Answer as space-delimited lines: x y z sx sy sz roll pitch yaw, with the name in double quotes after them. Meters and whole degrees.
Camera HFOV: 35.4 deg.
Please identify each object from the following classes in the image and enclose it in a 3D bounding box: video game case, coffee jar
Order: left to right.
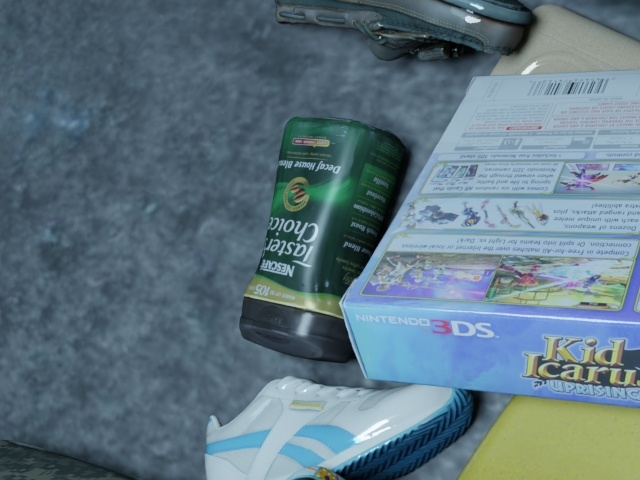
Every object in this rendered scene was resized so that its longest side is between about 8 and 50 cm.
0.000 0.000 0.782 0.096 0.079 0.184 8 82 36 "coffee jar"
0.181 -0.013 0.546 0.269 0.061 0.244 2 37 28 "video game case"

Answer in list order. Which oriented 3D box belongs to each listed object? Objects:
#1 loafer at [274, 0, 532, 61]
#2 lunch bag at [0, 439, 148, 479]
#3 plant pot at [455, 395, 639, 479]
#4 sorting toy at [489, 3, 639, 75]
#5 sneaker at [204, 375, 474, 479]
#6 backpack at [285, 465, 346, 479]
0.055 -0.182 0.802 0.267 0.096 0.084 35 117 44 "loafer"
-0.252 0.315 0.790 0.305 0.212 0.256 3 95 38 "lunch bag"
0.195 0.159 0.533 0.212 0.212 0.187 9 69 36 "plant pot"
0.176 -0.047 0.704 0.193 0.038 0.208 37 94 36 "sorting toy"
0.003 0.139 0.737 0.228 0.087 0.092 -26 61 24 "sneaker"
0.010 0.254 0.648 0.188 0.144 0.166 39 106 -9 "backpack"
